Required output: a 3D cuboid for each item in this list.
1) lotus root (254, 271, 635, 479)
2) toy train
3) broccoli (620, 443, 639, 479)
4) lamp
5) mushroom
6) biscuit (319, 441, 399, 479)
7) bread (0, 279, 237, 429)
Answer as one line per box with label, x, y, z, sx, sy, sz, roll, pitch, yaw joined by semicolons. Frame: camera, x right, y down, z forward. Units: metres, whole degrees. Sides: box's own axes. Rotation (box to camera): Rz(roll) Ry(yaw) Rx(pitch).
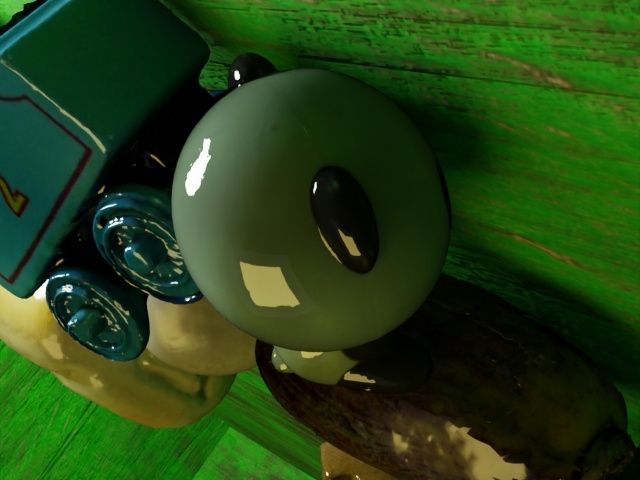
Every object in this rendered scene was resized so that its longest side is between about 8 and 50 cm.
lotus root;0.081;0.121;0.768;0.397;0.179;0.196;22;156;44
toy train;-0.185;-0.058;0.746;0.265;0.188;0.300;40;140;-6
broccoli;0.305;0.284;0.669;0.186;0.302;0.254;-11;109;17
lamp;0.000;0.000;0.599;0.197;0.198;0.244;25;152;31
mushroom;-0.116;0.046;0.999;0.204;0.204;0.204;33;162;12
biscuit;0.149;0.210;0.858;0.278;0.301;0.043;-112;21;-67
bread;-0.278;0.085;1.224;0.348;0.253;0.376;36;172;-37
